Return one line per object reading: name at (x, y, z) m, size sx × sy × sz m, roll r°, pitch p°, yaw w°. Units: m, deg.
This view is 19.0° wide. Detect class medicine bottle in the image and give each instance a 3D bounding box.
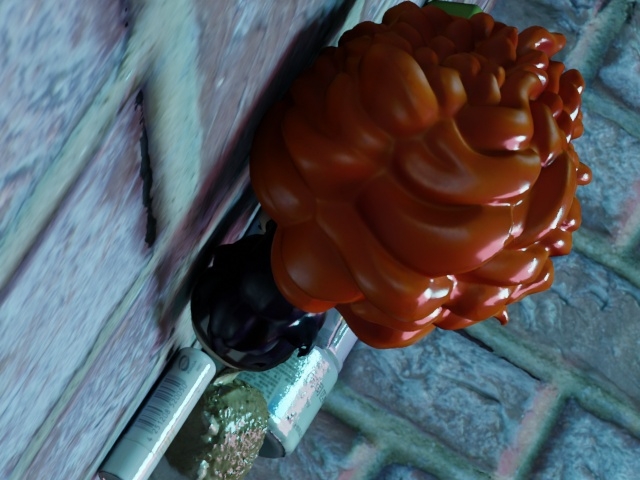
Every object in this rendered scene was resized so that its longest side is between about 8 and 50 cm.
medicine bottle at (-0.048, 0.122, 1.952) m, size 0.168 × 0.135 × 0.135 m, roll -59°, pitch 177°, yaw -22°

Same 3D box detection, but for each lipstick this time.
lipstick at (-0.140, 0.155, 1.655) m, size 0.141 × 0.040 × 0.040 m, roll -58°, pitch 177°, yaw -27°

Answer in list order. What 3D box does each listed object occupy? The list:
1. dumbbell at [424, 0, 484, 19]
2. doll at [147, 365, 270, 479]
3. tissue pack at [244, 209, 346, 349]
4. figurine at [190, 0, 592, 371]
dumbbell at (0.092, -0.122, 2.030) m, size 0.108 × 0.121 × 0.302 m, roll -12°, pitch -141°, yaw 55°
doll at (-0.110, 0.181, 1.820) m, size 0.115 × 0.105 × 0.221 m, roll 9°, pitch 110°, yaw -41°
tissue pack at (0.000, 0.000, 1.669) m, size 0.155 × 0.116 × 0.065 m, roll -58°, pitch 174°, yaw 5°
figurine at (0.040, -0.029, 1.433) m, size 0.306 × 0.241 × 0.412 m, roll -29°, pitch 180°, yaw -32°
